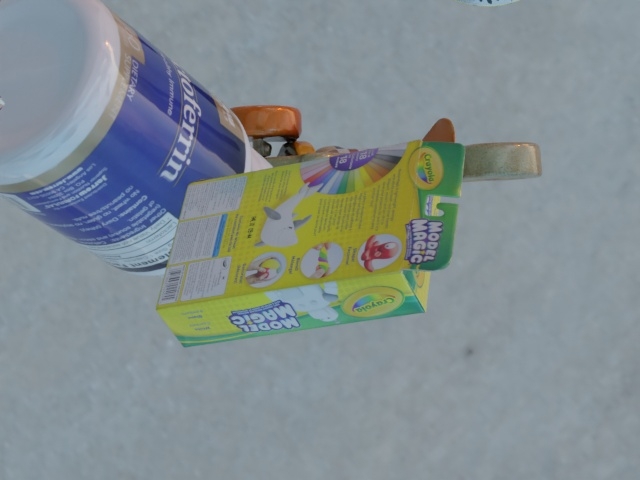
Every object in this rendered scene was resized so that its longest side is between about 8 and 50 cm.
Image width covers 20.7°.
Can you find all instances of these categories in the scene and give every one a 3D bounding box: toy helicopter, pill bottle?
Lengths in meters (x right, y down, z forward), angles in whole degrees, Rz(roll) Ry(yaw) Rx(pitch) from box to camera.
[{"bbox_3d":[0.079,-0.069,1.813,0.235,0.355,0.140,3,86,-52],"label":"toy helicopter"},{"bbox_3d":[-0.145,-0.064,1.296,0.153,0.153,0.264,-47,142,4],"label":"pill bottle"}]

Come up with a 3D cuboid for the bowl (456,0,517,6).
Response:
[{"bbox_3d":[0.183,-0.349,1.932,0.170,0.170,0.080,-28,156,-17],"label":"bowl"}]

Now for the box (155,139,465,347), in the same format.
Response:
[{"bbox_3d":[0.000,0.000,1.020,0.179,0.105,0.043,-10,136,24],"label":"box"}]

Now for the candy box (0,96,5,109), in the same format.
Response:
[{"bbox_3d":[-0.281,-0.119,0.825,0.159,0.071,0.233,-37,103,-27],"label":"candy box"}]
